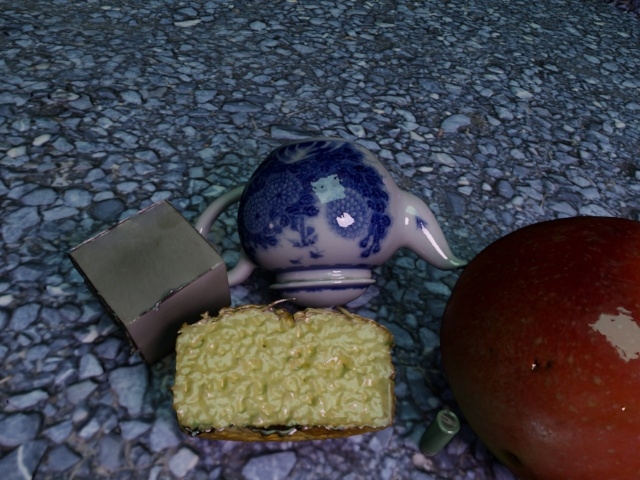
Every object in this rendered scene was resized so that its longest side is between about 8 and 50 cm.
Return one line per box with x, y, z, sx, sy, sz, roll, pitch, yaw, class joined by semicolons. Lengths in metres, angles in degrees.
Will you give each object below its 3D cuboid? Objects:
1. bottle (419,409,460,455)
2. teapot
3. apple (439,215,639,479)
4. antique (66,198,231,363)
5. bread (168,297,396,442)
0.147;0.243;0.584;0.030;0.083;0.030;5;46;-5;bottle
0.000;0.000;0.703;0.424;0.252;0.280;-3;83;12;teapot
0.328;0.136;0.562;0.348;0.277;0.348;12;59;-21;apple
-0.225;0.061;0.639;0.152;0.148;0.147;-36;65;-26;antique
-0.044;0.173;0.580;0.261;0.147;0.160;-2;56;-7;bread
